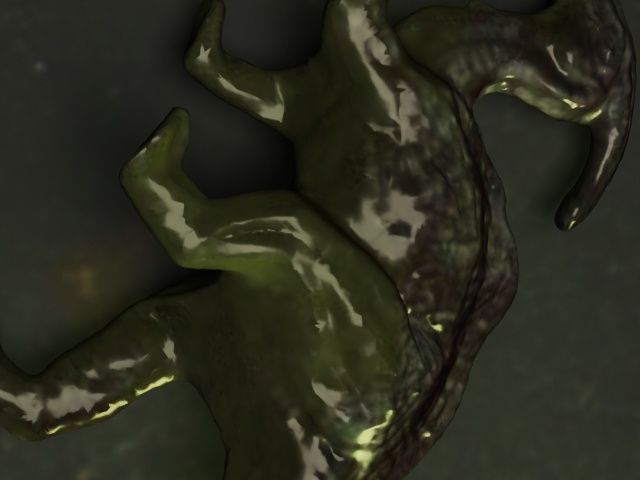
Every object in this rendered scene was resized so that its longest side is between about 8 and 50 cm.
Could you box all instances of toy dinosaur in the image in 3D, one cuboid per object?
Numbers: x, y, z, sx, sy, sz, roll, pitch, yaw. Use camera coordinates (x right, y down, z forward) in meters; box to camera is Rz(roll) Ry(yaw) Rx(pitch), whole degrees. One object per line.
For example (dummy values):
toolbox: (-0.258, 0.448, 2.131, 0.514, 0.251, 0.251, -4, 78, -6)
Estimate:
toy dinosaur: (0.003, -0.001, 0.641, 0.162, 0.077, 0.294, 38, 86, -19)
